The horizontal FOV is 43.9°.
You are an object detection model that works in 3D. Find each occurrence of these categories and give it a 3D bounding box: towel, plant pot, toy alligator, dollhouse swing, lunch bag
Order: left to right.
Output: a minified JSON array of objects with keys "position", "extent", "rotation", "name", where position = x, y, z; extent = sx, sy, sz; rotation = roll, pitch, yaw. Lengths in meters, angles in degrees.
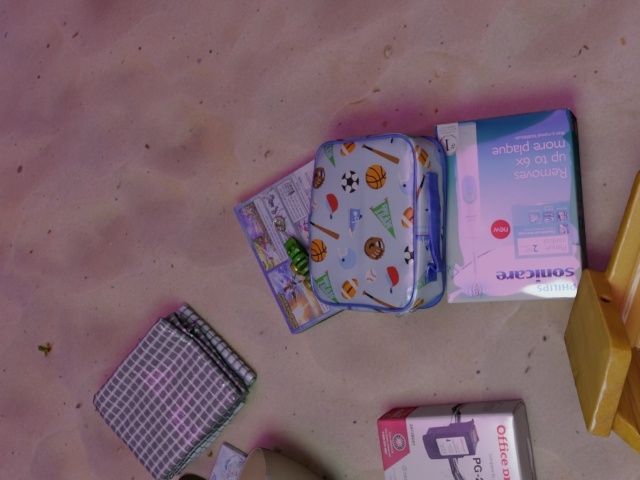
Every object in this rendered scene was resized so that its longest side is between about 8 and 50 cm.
[{"position":[-0.291,0.301,1.558],"extent":[0.235,0.121,0.283],"rotation":[44,106,16],"name":"towel"},{"position":[-0.050,0.525,1.405],"extent":[0.191,0.284,0.284],"rotation":[14,98,-14],"name":"plant pot"},{"position":[-0.035,0.030,1.415],"extent":[0.056,0.051,0.189],"rotation":[-44,74,17],"name":"toy alligator"},{"position":[0.099,-0.023,1.299],"extent":[0.243,0.115,0.303],"rotation":[0,92,40],"name":"lunch bag"},{"position":[0.555,0.096,1.057],"extent":[0.347,0.315,0.304],"rotation":[14,118,1],"name":"dollhouse swing"}]

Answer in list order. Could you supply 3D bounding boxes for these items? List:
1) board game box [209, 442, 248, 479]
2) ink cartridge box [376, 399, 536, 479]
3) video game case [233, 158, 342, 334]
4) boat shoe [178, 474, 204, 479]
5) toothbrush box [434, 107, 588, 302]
[{"position":[-0.167,0.459,1.561],"extent":[0.090,0.020,0.090],"rotation":[24,100,20],"name":"board game box"},{"position":[0.232,0.371,1.346],"extent":[0.237,0.100,0.171],"rotation":[-9,88,23],"name":"ink cartridge box"},{"position":[0.000,0.000,1.461],"extent":[0.244,0.061,0.269],"rotation":[-29,80,20],"name":"video game case"},{"position":[-0.229,0.514,1.573],"extent":[0.135,0.050,0.045],"rotation":[26,124,27],"name":"boat shoe"},{"position":[0.313,-0.050,1.294],"extent":[0.217,0.126,0.295],"rotation":[-3,91,23],"name":"toothbrush box"}]
